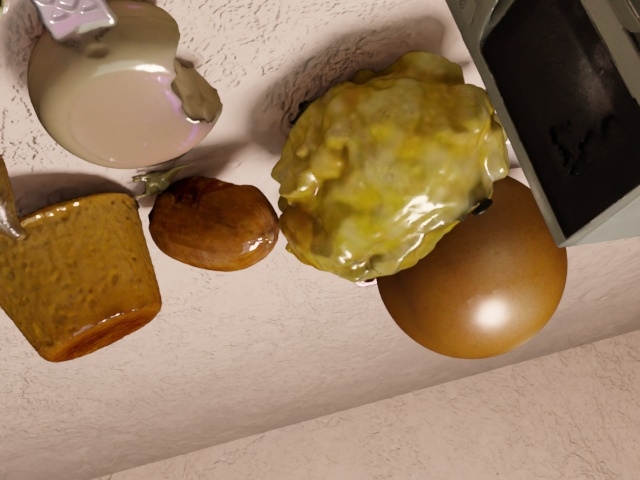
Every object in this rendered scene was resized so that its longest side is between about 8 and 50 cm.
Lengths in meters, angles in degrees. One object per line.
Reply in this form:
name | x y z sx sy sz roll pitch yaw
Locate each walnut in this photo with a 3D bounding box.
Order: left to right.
walnut | -0.139 -0.022 0.922 0.207 0.116 0.115 6 174 35

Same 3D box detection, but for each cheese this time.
cheese | -0.184 -0.157 0.640 0.163 0.082 0.286 -18 157 -3

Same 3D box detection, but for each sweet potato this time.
sweet potato | -0.360 -0.084 0.719 0.069 0.059 0.249 -40 146 -3

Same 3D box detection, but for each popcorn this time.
popcorn | 0.083 -0.079 0.861 0.252 0.215 0.286 12 141 -40

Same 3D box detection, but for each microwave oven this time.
microwave oven | 0.281 -0.172 0.668 0.237 0.295 0.181 -7 155 -24

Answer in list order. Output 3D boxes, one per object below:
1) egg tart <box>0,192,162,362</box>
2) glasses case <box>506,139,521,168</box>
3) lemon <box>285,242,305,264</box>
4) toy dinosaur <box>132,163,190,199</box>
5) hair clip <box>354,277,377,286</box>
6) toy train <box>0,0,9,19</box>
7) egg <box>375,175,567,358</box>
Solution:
egg tart | -0.299 0.044 0.906 0.215 0.171 0.215 -27 170 -5
glasses case | 0.331 -0.151 1.070 0.233 0.059 0.092 -12 155 -15
lemon | 0.000 0.000 1.150 0.110 0.082 0.082 -8 157 -6
toy dinosaur | -0.196 -0.073 0.899 0.041 0.026 0.113 -8 166 -39
hair clip | 0.066 -0.002 1.265 0.123 0.102 0.138 -17 126 -7
toy train | -0.261 -0.181 0.480 0.082 0.131 0.204 -2 165 -46
egg | 0.225 0.034 1.126 0.282 0.283 0.351 -24 176 16
